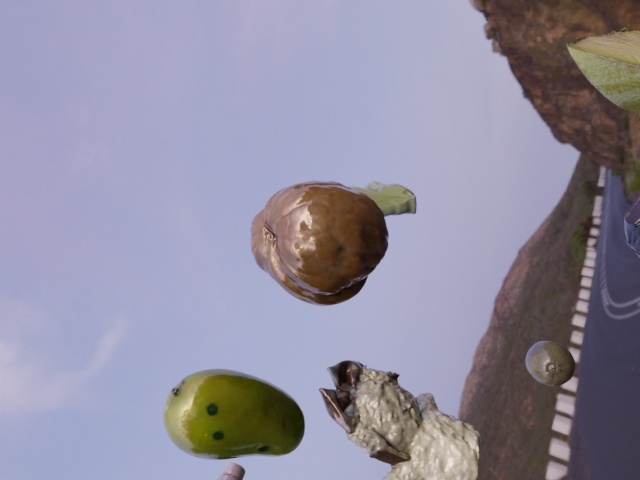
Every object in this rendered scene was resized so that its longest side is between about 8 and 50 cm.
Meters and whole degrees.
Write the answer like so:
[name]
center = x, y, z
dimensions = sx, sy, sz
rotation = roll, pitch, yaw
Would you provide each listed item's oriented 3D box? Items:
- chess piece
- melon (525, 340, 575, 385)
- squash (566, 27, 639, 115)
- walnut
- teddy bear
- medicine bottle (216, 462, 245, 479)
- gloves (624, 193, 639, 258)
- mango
[chess piece]
center = 0.106, -0.100, 1.247
dimensions = 0.298, 0.175, 0.175
rotation = -12, -60, -11
[melon]
center = 0.508, 0.271, 1.016
dimensions = 0.131, 0.098, 0.097
rotation = 21, -96, -71
[squash]
center = 0.509, -0.257, 0.636
dimensions = 0.237, 0.155, 0.204
rotation = -21, -100, -25
[walnut]
center = 0.000, 0.000, 1.000
dimensions = 0.285, 0.296, 0.285
rotation = 12, -116, -26
[teddy bear]
center = 0.180, 0.483, 1.079
dimensions = 0.327, 0.363, 0.375
rotation = -58, -27, -47
[medicine bottle]
center = -0.190, 0.504, 0.930
dimensions = 0.089, 0.052, 0.052
rotation = -62, -30, -52
[gloves]
center = 0.645, 0.006, 0.792
dimensions = 0.124, 0.203, 0.164
rotation = 4, -67, -25
[mango]
center = -0.153, 0.339, 0.874
dimensions = 0.293, 0.143, 0.175
rotation = 26, -72, -28
